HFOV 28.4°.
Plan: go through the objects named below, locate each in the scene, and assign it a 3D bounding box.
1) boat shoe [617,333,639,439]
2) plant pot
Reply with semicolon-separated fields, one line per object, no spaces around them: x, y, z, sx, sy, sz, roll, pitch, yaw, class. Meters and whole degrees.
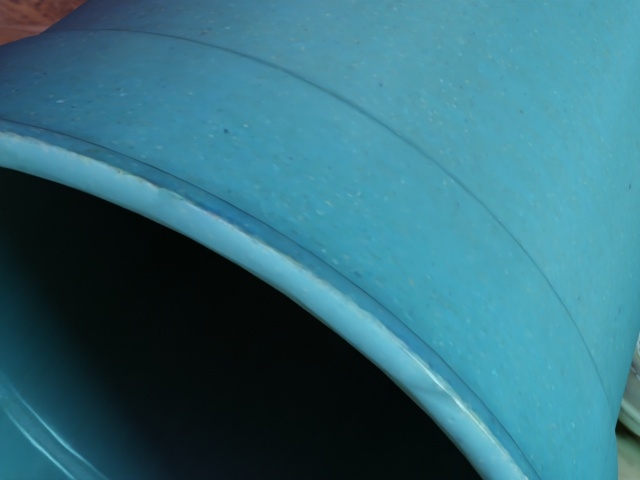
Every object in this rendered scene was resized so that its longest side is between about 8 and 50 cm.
0.267;0.000;0.679;0.302;0.098;0.109;-32;60;-24;boat shoe
0.000;0.000;0.549;0.341;0.341;0.334;21;46;14;plant pot
